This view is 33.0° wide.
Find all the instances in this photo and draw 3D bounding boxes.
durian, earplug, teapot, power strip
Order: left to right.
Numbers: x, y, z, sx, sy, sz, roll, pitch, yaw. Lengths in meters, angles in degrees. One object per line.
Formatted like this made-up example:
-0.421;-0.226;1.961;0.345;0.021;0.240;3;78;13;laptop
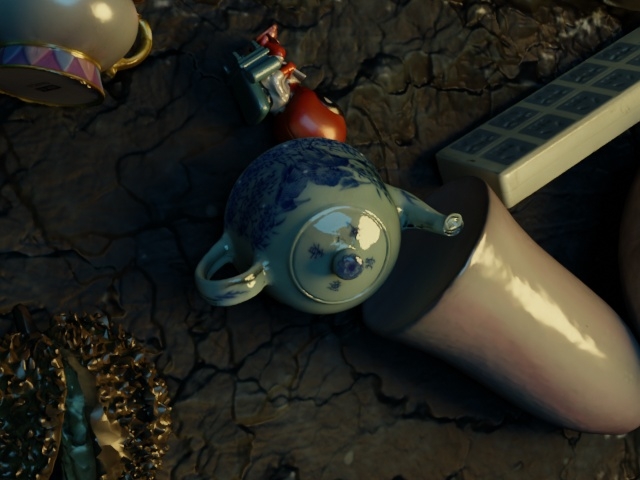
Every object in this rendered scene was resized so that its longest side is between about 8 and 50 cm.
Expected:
-0.219;0.140;0.868;0.196;0.167;0.196;21;53;-32;durian
0.000;0.000;0.944;0.232;0.159;0.159;-18;90;-12;teapot
0.208;0.089;1.035;0.301;0.172;0.172;34;72;-20;earplug
0.280;-0.143;1.113;0.367;0.106;0.043;-32;121;-22;power strip

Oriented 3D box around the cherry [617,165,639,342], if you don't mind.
0.454;0.032;1.064;0.335;0.291;0.326;49;45;-24;cherry

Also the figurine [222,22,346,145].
-0.029;-0.124;1.009;0.075;0.068;0.140;-41;97;-24;figurine

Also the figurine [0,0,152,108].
-0.211;-0.251;0.918;0.189;0.142;0.263;22;72;-51;figurine

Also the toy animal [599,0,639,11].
0.383;-0.333;1.188;0.245;0.114;0.146;-24;86;-1;toy animal
